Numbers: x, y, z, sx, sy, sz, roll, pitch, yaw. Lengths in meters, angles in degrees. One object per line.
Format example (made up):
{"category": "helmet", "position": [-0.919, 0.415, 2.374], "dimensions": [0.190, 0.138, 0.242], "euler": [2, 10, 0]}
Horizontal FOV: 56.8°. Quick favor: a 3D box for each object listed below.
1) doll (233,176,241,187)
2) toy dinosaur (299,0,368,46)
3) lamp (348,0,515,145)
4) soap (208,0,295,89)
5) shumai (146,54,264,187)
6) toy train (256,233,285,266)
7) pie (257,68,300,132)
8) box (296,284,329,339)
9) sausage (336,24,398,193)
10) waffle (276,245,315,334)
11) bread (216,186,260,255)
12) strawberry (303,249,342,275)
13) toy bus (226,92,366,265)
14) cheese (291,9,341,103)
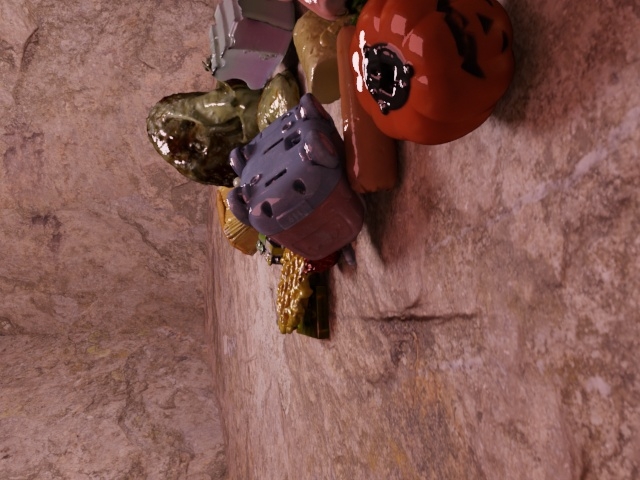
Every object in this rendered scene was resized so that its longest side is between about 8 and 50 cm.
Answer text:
{"category": "doll", "position": [-0.172, -0.167, 1.755], "dimensions": [0.275, 0.113, 0.155], "euler": [-11, 90, 66]}
{"category": "toy dinosaur", "position": [0.000, -0.455, 1.046], "dimensions": [0.194, 0.177, 0.152], "euler": [-111, 25, -43]}
{"category": "lamp", "position": [0.130, -0.207, 0.675], "dimensions": [0.187, 0.164, 0.188], "euler": [40, 143, 39]}
{"category": "soap", "position": [-0.194, -0.581, 1.610], "dimensions": [0.261, 0.156, 0.446], "euler": [-63, 24, 27]}
{"category": "shumai", "position": [-0.310, -0.386, 1.893], "dimensions": [0.348, 0.395, 0.395], "euler": [-42, 46, 34]}
{"category": "toy train", "position": [-0.141, 0.016, 1.733], "dimensions": [0.202, 0.060, 0.081], "euler": [-138, 55, -65]}
{"category": "pie", "position": [-0.117, -0.354, 1.583], "dimensions": [0.248, 0.090, 0.201], "euler": [158, 113, -68]}
{"category": "box", "position": [-0.023, 0.168, 1.412], "dimensions": [0.193, 0.030, 0.121], "euler": [164, 104, -73]}
{"category": "sausage", "position": [0.076, -0.216, 0.969], "dimensions": [0.086, 0.086, 0.289], "euler": [144, 124, -69]}
{"category": "waffle", "position": [-0.055, 0.077, 1.389], "dimensions": [0.262, 0.060, 0.280], "euler": [-108, 32, -56]}
{"category": "bread", "position": [-0.269, -0.086, 2.002], "dimensions": [0.119, 0.152, 0.288], "euler": [-34, 43, 15]}
{"category": "strawberry", "position": [0.000, 0.000, 1.228], "dimensions": [0.145, 0.086, 0.145], "euler": [-179, 90, -73]}
{"category": "toy bus", "position": [-0.021, -0.097, 1.067], "dimensions": [0.197, 0.232, 0.294], "euler": [-34, 34, 18]}
{"category": "cheese", "position": [0.002, -0.371, 1.183], "dimensions": [0.123, 0.094, 0.167], "euler": [116, 148, -52]}
